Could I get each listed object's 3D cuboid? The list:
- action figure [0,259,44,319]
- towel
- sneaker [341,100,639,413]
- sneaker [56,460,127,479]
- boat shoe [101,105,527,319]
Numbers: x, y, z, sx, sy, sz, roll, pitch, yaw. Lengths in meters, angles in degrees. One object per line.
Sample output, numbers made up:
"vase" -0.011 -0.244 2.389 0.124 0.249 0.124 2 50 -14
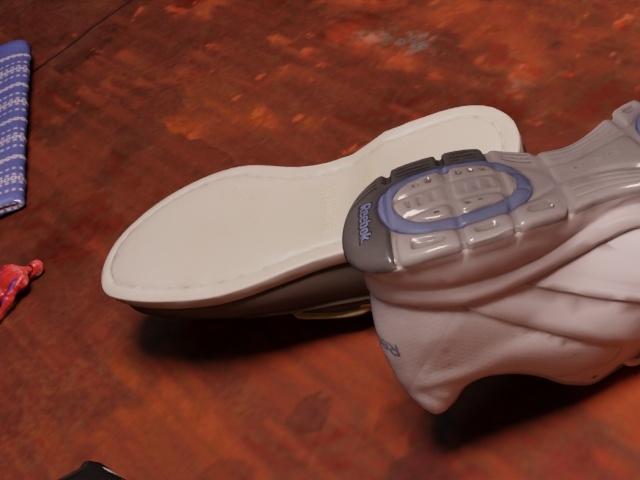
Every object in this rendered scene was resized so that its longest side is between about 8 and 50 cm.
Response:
"action figure" -0.269 0.052 1.040 0.115 0.030 0.038 -41 39 -22
"towel" -0.398 -0.075 1.315 0.243 0.040 0.336 -26 35 7
"sneaker" 0.161 0.004 0.686 0.297 0.129 0.111 -12 31 -4
"sneaker" -0.219 0.228 0.707 0.302 0.108 0.121 -28 31 -9
"boat shoe" 0.000 0.004 0.829 0.305 0.091 0.109 -15 48 26
